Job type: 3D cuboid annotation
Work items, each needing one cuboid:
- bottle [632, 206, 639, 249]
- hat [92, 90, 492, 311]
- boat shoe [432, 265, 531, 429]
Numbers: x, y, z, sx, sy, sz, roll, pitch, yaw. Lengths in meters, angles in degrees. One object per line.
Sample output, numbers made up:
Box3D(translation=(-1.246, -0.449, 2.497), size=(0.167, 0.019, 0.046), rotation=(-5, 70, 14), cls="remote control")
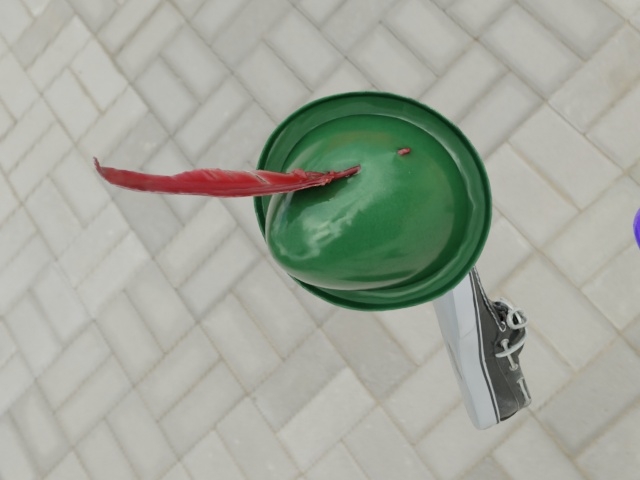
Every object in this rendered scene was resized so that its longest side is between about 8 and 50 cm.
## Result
Box3D(translation=(0.463, -0.027, 1.130), size=(0.092, 0.283, 0.118), rotation=(-37, 79, 38), cls="bottle")
Box3D(translation=(0.000, 0.000, 0.640), size=(0.209, 0.183, 0.173), rotation=(-2, 108, 18), cls="hat")
Box3D(translation=(0.218, 0.121, 1.243), size=(0.105, 0.306, 0.113), rotation=(-21, 30, -3), cls="boat shoe")
